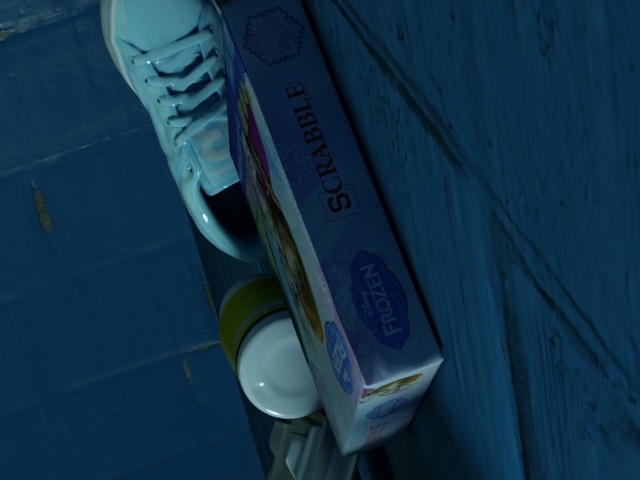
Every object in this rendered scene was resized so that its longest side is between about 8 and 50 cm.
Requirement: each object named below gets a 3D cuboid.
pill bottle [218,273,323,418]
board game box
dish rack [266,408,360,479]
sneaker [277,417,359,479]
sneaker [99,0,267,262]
[{"bbox_3d":[-0.049,0.110,1.672,0.208,0.119,0.119,-133,25,-71],"label":"pill bottle"},{"bbox_3d":[0.000,0.000,1.252,0.319,0.065,0.318,95,155,-72],"label":"board game box"},{"bbox_3d":[-0.038,0.314,1.698,0.333,0.072,0.286,154,133,-83],"label":"dish rack"},{"bbox_3d":[0.000,0.306,1.943,0.234,0.078,0.106,-123,18,-53],"label":"sneaker"},{"bbox_3d":[-0.114,-0.131,1.585,0.150,0.135,0.366,49,167,51],"label":"sneaker"}]
